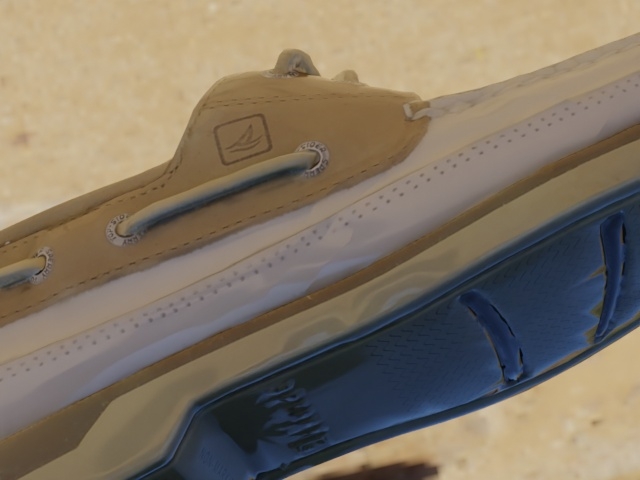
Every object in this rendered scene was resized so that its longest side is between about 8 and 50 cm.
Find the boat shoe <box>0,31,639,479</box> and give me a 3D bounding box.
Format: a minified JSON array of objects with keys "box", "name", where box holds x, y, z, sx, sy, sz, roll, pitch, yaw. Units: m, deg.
[{"box":[0.000,0.000,0.517,0.302,0.103,0.113,-26,153,-8],"name":"boat shoe"}]
